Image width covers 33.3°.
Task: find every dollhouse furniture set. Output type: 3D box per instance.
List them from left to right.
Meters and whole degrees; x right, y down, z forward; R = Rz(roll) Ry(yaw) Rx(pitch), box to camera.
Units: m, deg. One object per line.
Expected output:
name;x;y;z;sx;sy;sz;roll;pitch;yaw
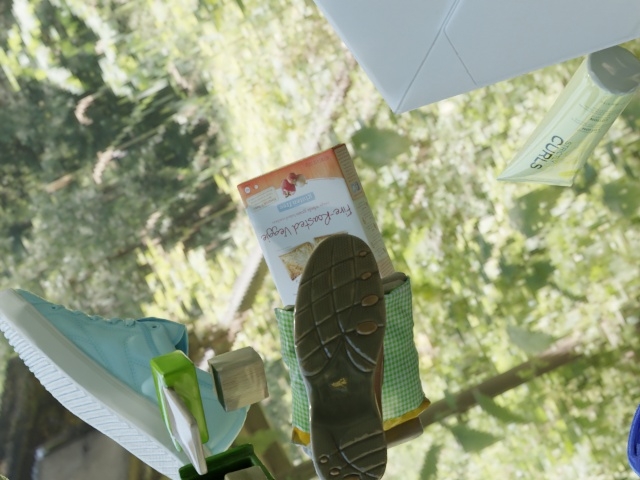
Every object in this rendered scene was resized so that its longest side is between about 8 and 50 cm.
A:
dollhouse furniture set;0.001;0.182;1.105;0.151;0.301;0.197;-139;37;-57

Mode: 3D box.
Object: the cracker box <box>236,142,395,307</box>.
cracker box;0.000;0.000;1.493;0.232;0.155;0.067;68;-158;-6

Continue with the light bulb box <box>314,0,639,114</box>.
light bulb box;0.068;-0.346;0.689;0.358;0.225;0.361;46;-144;-49

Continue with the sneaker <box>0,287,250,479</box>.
sneaker;-0.239;0.147;1.305;0.366;0.150;0.135;33;148;20

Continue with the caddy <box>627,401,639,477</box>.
caddy;0.450;0.171;0.965;0.179;0.341;0.241;36;-173;-28

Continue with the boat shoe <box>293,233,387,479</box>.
boat shoe;0.014;0.085;0.755;0.060;0.064;0.178;159;108;-88

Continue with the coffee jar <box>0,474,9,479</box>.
coffee jar;-0.389;0.366;1.289;0.184;0.079;0.096;47;-179;39

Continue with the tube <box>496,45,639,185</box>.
tube;0.271;-0.117;1.150;0.070;0.062;0.240;42;155;9
